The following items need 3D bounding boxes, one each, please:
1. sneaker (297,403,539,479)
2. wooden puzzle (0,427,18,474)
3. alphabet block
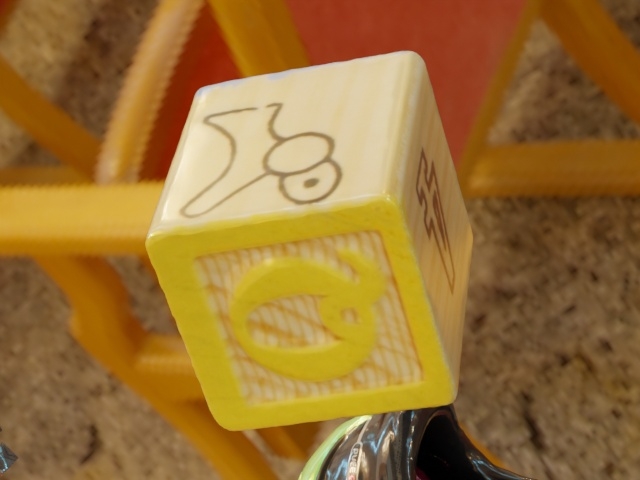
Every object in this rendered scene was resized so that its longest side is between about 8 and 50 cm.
[{"bbox_3d":[0.181,0.313,1.525,0.202,0.483,0.185,-53,-13,32],"label":"sneaker"},{"bbox_3d":[-0.161,0.067,0.781,0.049,0.083,0.006,-26,-10,-32],"label":"wooden puzzle"},{"bbox_3d":[0.000,0.000,1.443,0.192,0.193,0.197,-9,35,17],"label":"alphabet block"}]
